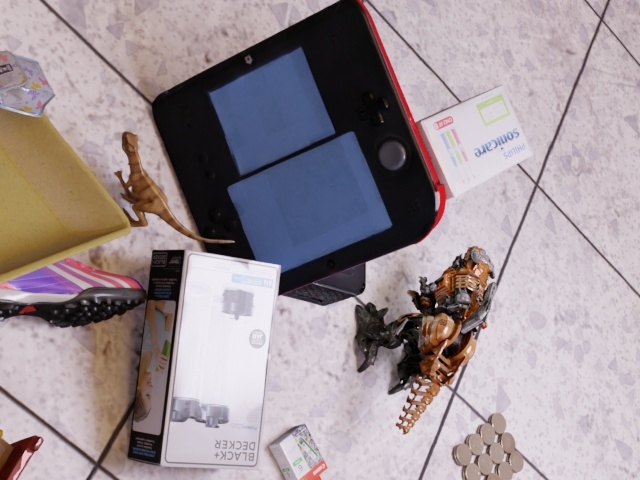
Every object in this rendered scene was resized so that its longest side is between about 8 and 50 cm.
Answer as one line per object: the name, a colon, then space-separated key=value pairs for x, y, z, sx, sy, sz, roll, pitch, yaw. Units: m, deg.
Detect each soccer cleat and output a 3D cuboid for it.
soccer cleat: x=-0.365 y=0.045 z=1.676 sx=0.318 sy=0.109 sz=0.116 roll=3 pitch=65 yaw=-40

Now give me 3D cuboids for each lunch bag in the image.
lunch bag: x=-0.390 y=-0.202 z=1.659 sx=0.083 sy=0.053 sz=0.071 roll=10 pitch=39 yaw=-46

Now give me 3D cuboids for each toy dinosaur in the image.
toy dinosaur: x=0.170 y=0.147 z=2.033 sx=0.322 sy=0.218 sz=0.164 roll=-43 pitch=106 yaw=-42
toy dinosaur: x=-0.231 y=-0.050 z=1.816 sx=0.211 sy=0.112 sz=0.064 roll=54 pitch=48 yaw=-15

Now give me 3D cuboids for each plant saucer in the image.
plant saucer: x=-0.433 y=-0.083 z=1.581 sx=0.332 sy=0.081 sz=0.333 roll=51 pitch=27 yaw=6

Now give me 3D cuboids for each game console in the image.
game console: x=-0.036 y=-0.113 z=1.830 sx=0.060 sy=0.387 sz=0.342 roll=-30 pitch=97 yaw=-59

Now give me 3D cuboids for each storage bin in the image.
storage bin: x=0.000 y=0.000 z=2.025 sx=0.122 sy=0.084 sz=0.180 roll=16 pitch=66 yaw=-37

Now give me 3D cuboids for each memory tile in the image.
memory tile: x=0.285 y=0.369 z=2.202 sx=0.148 sy=0.012 sz=0.113 roll=-31 pitch=97 yaw=-44

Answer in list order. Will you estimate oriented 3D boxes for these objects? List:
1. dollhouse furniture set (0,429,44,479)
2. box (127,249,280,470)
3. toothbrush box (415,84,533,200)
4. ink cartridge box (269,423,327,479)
dollhouse furniture set: x=-0.493 y=0.320 z=1.420 sx=0.201 sy=0.152 sz=0.374 roll=43 pitch=49 yaw=-23
box: x=-0.156 y=0.165 z=1.783 sx=0.169 sy=0.087 sz=0.290 roll=12 pitch=82 yaw=-39
toothbrush box: x=0.135 y=-0.107 z=1.928 sx=0.206 sy=0.283 sz=0.122 roll=-27 pitch=95 yaw=-43
ink cartridge box: x=-0.024 y=0.336 z=1.926 sx=0.063 sy=0.029 sz=0.115 roll=-32 pitch=97 yaw=-43
